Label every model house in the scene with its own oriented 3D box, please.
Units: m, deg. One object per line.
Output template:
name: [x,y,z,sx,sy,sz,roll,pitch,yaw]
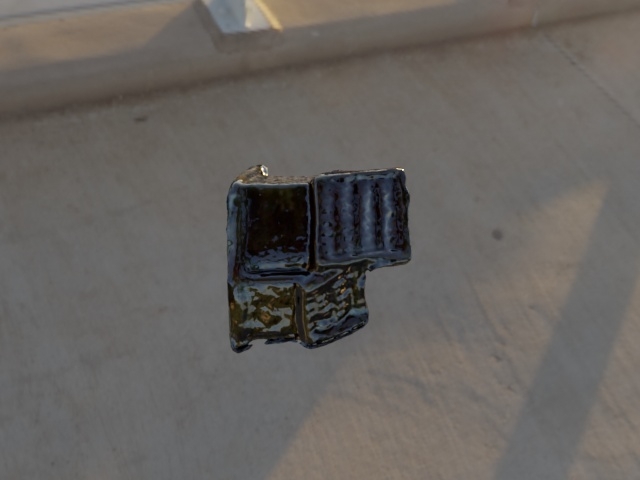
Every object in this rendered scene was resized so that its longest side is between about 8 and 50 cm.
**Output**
model house: [0.000,0.007,0.781,0.152,0.106,0.165,-3,84,11]
